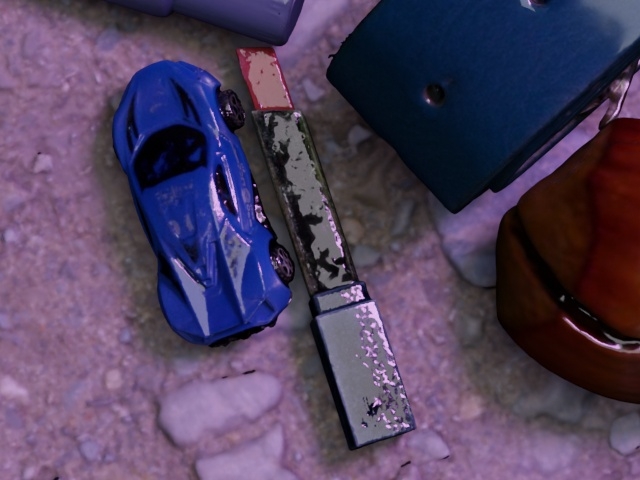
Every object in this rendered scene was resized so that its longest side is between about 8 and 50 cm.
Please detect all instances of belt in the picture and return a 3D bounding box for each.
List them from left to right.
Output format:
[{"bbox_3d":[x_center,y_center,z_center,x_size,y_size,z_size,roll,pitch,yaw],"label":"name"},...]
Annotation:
[{"bbox_3d":[0.211,-0.207,1.266,0.436,0.300,0.173,-45,88,-6],"label":"belt"}]

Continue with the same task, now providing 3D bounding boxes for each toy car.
[{"bbox_3d":[-0.093,-0.029,1.319,0.103,0.063,0.216,-21,84,17],"label":"toy car"}]

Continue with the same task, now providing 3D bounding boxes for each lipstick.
[{"bbox_3d":[0.000,0.000,1.347,0.051,0.051,0.312,-17,82,-6],"label":"lipstick"}]

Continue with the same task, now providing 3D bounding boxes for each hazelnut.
[{"bbox_3d":[0.237,0.025,1.292,0.181,0.212,0.181,-6,51,-35],"label":"hazelnut"}]

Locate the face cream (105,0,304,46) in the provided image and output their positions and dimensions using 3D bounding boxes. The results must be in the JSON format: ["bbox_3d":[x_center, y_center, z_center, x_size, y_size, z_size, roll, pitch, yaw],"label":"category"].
[{"bbox_3d":[-0.196,-0.240,1.346,0.385,0.086,0.135,20,79,3],"label":"face cream"}]
